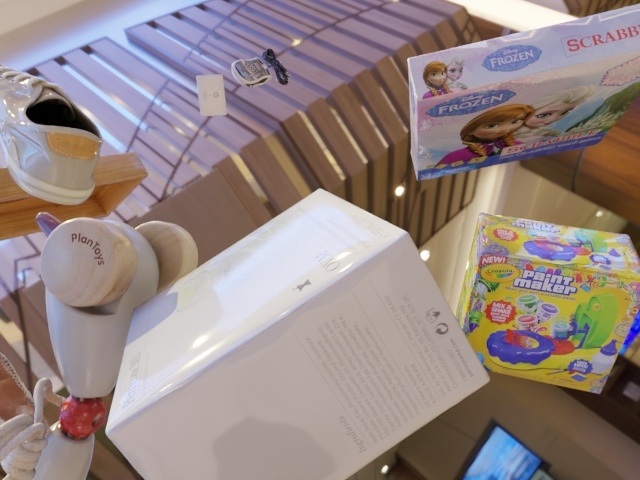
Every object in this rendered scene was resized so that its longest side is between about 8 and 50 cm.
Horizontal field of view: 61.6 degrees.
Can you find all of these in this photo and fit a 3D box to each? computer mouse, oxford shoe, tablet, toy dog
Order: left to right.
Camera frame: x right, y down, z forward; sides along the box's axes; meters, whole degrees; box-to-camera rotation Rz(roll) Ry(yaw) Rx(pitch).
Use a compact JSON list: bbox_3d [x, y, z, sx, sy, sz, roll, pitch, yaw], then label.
[{"bbox_3d":[-0.498,-0.227,0.920,0.169,0.449,0.130,3,-58,-51],"label":"oxford shoe"},{"bbox_3d":[-0.273,0.101,0.559,0.333,0.161,0.220,-62,-16,-18],"label":"toy dog"},{"bbox_3d":[-0.225,-0.301,1.114,0.054,0.006,0.083,-7,-83,-13],"label":"tablet"},{"bbox_3d":[-0.158,-0.418,1.331,0.042,0.106,0.193,-35,-1,41],"label":"computer mouse"}]

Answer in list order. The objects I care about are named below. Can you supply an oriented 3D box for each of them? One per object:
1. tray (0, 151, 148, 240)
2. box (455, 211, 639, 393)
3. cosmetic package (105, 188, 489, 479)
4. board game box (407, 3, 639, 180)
[{"bbox_3d":[-0.599,-0.093,1.169,0.203,0.076,0.411,-34,-6,33],"label":"tray"},{"bbox_3d":[0.440,0.121,1.084,0.177,0.290,0.279,-64,-20,-56],"label":"box"},{"bbox_3d":[-0.033,0.082,0.447,0.225,0.224,0.138,-34,-71,-5],"label":"cosmetic package"},{"bbox_3d":[0.295,-0.198,0.803,0.319,0.065,0.318,-11,-14,8],"label":"board game box"}]
